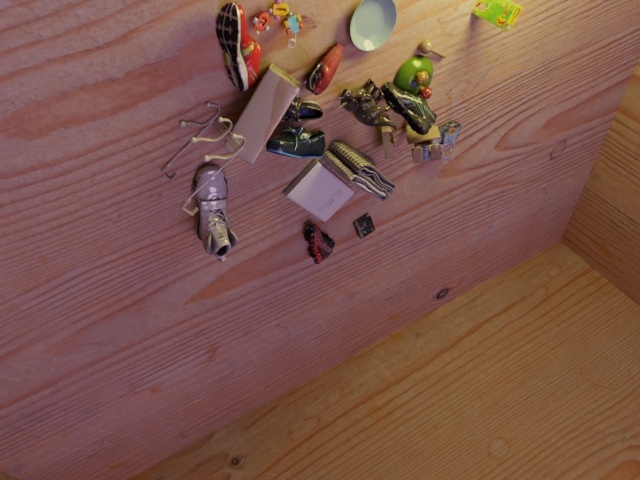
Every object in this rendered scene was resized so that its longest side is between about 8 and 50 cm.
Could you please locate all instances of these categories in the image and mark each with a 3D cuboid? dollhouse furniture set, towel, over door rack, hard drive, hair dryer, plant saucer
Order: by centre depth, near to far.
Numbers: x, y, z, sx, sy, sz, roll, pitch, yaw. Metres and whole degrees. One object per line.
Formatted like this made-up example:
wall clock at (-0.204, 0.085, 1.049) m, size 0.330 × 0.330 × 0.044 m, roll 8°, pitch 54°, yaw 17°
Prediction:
over door rack at (-0.412, -0.281, 1.542) m, size 0.324 × 0.239 × 0.108 m, roll -49°, pitch 142°, yaw 15°
hair dryer at (0.009, -0.572, 1.599) m, size 0.080 × 0.293 × 0.224 m, roll 33°, pitch 151°, yaw -13°
plant saucer at (0.180, -0.775, 1.641) m, size 0.195 × 0.037 × 0.195 m, roll -20°, pitch 139°, yaw -19°
towel at (0.175, -0.298, 1.978) m, size 0.284 × 0.235 × 0.121 m, roll 20°, pitch 111°, yaw -47°
dollhouse furniture set at (0.385, -0.460, 1.991) m, size 0.242 × 0.212 × 0.161 m, roll -9°, pitch 144°, yaw 9°
hard drive at (-0.001, -0.216, 2.083) m, size 0.203 × 0.040 × 0.307 m, roll -45°, pitch 141°, yaw 11°

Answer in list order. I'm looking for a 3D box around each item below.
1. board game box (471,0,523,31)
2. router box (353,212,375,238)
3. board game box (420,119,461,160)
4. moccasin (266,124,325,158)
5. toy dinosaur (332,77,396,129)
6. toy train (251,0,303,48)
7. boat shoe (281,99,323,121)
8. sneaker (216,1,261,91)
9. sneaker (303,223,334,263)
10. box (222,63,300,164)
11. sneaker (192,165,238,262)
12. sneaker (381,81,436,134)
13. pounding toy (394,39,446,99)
board game box at (0.678, -0.886, 1.785) m, size 0.043 × 0.181 × 0.092 m, roll -2°, pitch 131°, yaw -36°
router box at (0.227, -0.074, 2.406) m, size 0.092 × 0.038 × 0.122 m, roll -32°, pitch 142°, yaw -6°
board game box at (0.579, -0.459, 2.254) m, size 0.194 × 0.060 × 0.194 m, roll -25°, pitch 140°, yaw -14°
moccasin at (-0.094, -0.379, 1.757) m, size 0.342 × 0.138 × 0.116 m, roll -23°, pitch 128°, yaw -63°
toy dinosaur at (0.185, -0.531, 1.840) m, size 0.160 × 0.121 × 0.313 m, roll -39°, pitch 137°, yaw 17°
toy train at (-0.138, -0.693, 1.477) m, size 0.166 × 0.046 × 0.125 m, roll 15°, pitch 116°, yaw -42°
boat shoe at (-0.093, -0.471, 1.719) m, size 0.229 × 0.076 × 0.080 m, roll -10°, pitch 135°, yaw -30°
sneaker at (-0.244, -0.615, 1.461) m, size 0.118 × 0.107 × 0.279 m, roll -39°, pitch 150°, yaw -27°
sneaker at (0.000, 0.000, 2.264) m, size 0.135 × 0.097 × 0.276 m, roll -27°, pitch 143°, yaw -11°
box at (-0.202, -0.433, 1.594) m, size 0.121 × 0.148 × 0.311 m, roll 30°, pitch 113°, yaw -16°
sneaker at (-0.395, -0.092, 1.775) m, size 0.137 × 0.210 × 0.365 m, roll -12°, pitch 136°, yaw -28°
sneaker at (0.362, -0.553, 1.892) m, size 0.267 × 0.101 × 0.106 m, roll 44°, pitch 82°, yaw -10°
pounding toy at (0.419, -0.664, 1.879) m, size 0.183 × 0.110 × 0.237 m, roll 11°, pitch 123°, yaw -44°
